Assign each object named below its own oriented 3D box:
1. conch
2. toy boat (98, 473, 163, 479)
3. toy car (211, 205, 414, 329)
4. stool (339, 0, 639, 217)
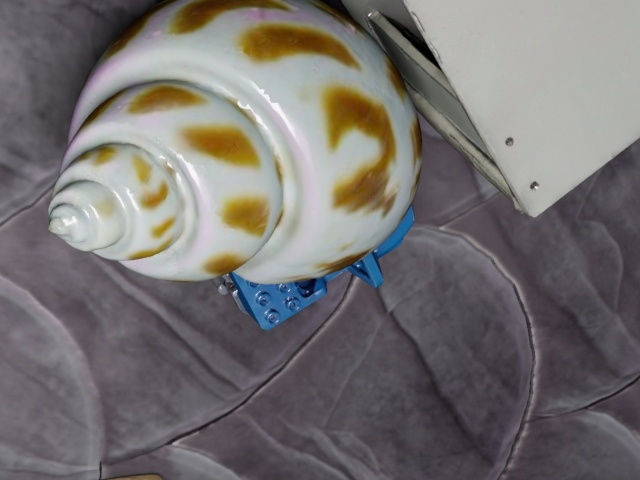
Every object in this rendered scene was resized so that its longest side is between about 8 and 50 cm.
[{"bbox_3d":[-0.063,-0.068,1.223,0.368,0.197,0.249,-39,89,-27],"label":"conch"},{"bbox_3d":[-0.216,0.275,1.436,0.188,0.116,0.061,-6,127,-24],"label":"toy boat"},{"bbox_3d":[0.000,0.000,1.383,0.191,0.100,0.097,-32,124,-10],"label":"toy car"},{"bbox_3d":[0.118,-0.200,1.232,0.170,0.243,0.269,-37,128,-2],"label":"stool"}]
